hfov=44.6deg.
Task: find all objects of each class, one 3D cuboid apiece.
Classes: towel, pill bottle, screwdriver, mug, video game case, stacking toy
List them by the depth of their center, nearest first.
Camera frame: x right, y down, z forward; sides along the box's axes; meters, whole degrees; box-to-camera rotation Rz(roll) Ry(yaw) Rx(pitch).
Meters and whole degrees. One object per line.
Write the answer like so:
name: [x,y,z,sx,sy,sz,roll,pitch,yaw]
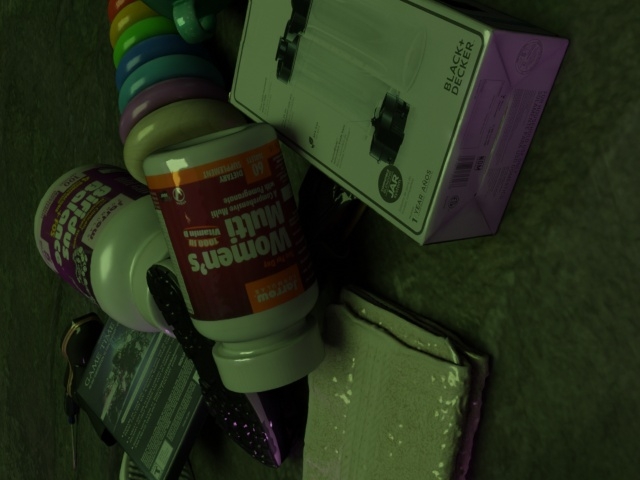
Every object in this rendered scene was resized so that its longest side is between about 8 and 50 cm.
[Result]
pill bottle: [-0.071,0.015,0.699,0.121,0.121,0.221,2,112,52]
towel: [0.057,0.195,0.721,0.187,0.049,0.282,24,114,49]
mug: [-0.149,-0.291,0.841,0.129,0.097,0.158,17,88,19]
stacking toy: [-0.196,-0.228,0.920,0.141,0.141,0.330,-49,55,44]
pill bottle: [-0.221,0.012,0.951,0.301,0.169,0.169,22,112,49]
video game case: [-0.234,0.181,1.056,0.274,0.026,0.196,28,95,48]
screwdriver: [-0.453,0.348,1.431,0.025,0.024,0.170,7,110,22]

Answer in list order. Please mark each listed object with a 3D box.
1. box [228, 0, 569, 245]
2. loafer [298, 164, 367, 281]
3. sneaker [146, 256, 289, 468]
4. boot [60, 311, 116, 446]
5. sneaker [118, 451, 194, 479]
box: [0.043,-0.140,0.653,0.290,0.087,0.169,39,125,42]
loafer: [0.000,0.000,0.755,0.061,0.062,0.170,43,129,34]
sneaker: [-0.068,0.116,0.839,0.107,0.124,0.283,14,132,46]
boot: [-0.351,0.221,1.243,0.137,0.077,0.198,48,144,31]
sneaker: [-0.239,0.415,1.099,0.161,0.102,0.282,-29,73,54]
